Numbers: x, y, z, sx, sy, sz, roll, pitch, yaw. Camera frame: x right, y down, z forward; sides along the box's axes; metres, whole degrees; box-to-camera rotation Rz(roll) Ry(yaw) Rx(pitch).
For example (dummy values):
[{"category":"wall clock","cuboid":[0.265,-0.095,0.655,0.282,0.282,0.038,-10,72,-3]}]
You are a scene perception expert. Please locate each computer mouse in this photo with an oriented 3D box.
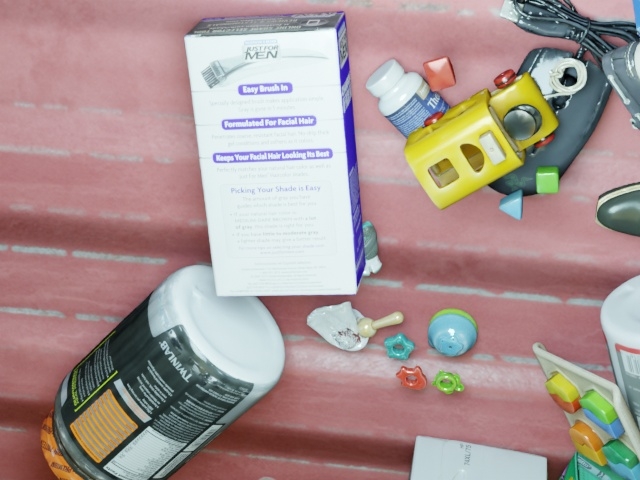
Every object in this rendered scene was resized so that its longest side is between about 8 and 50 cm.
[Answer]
[{"category":"computer mouse","cuboid":[0.268,-0.157,1.673,0.188,0.072,0.272,19,122,-4]}]

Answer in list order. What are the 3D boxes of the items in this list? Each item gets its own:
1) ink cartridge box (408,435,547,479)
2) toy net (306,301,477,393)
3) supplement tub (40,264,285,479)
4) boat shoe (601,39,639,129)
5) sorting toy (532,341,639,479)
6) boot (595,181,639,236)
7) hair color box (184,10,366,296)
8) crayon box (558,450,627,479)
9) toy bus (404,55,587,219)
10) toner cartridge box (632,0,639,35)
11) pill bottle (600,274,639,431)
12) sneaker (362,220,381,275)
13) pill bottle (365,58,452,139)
[{"category":"ink cartridge box","cuboid":[0.207,0.456,1.989,0.197,0.198,0.270,9,123,4]},{"category":"toy net","cuboid":[0.095,0.137,1.902,0.232,0.045,0.122,13,125,3]},{"category":"supplement tub","cuboid":[-0.225,0.206,1.896,0.207,0.207,0.338,40,119,-15]},{"category":"boat shoe","cuboid":[0.397,-0.161,1.637,0.065,0.075,0.206,-2,144,38]},{"category":"sorting toy","cuboid":[0.366,0.243,1.836,0.038,0.208,0.193,-35,116,-11]},{"category":"boot","cuboid":[0.441,-0.008,1.700,0.197,0.137,0.077,2,122,8]},{"category":"hair color box","cuboid":[-0.050,-0.104,1.704,0.185,0.110,0.339,-1,112,10]},{"category":"crayon box","cuboid":[0.467,0.428,1.999,0.278,0.081,0.165,19,122,-4]},{"category":"toy bus","cuboid":[0.198,-0.120,1.610,0.191,0.104,0.202,13,114,5]},{"category":"toner cartridge box","cuboid":[0.478,-0.158,1.585,0.075,0.165,0.348,-30,113,23]},{"category":"pill bottle","cuboid":[0.472,0.194,1.806,0.161,0.161,0.283,-11,120,15]},{"category":"sneaker","cuboid":[0.000,0.000,1.829,0.166,0.065,0.076,4,106,3]},{"category":"pill bottle","cuboid":[0.114,-0.164,1.695,0.067,0.067,0.120,-37,110,27]}]
